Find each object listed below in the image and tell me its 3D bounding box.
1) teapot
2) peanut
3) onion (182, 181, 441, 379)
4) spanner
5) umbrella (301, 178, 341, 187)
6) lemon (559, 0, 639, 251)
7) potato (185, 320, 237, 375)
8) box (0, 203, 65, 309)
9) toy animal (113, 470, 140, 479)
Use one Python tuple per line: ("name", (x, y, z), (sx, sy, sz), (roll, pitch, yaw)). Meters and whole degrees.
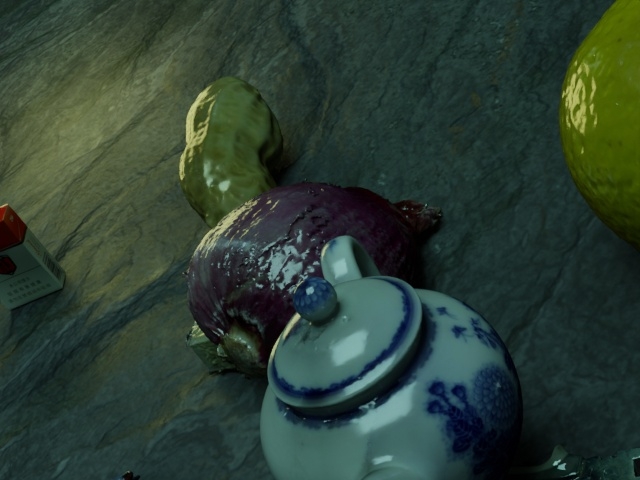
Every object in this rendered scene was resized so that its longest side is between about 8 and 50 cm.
("teapot", (0.051, 0.139, 1.196), (0.252, 0.280, 0.424), (-25, 31, 14))
("peanut", (-0.125, -0.113, 1.802), (0.147, 0.147, 0.306), (-20, 38, 19))
("onion", (0.000, 0.000, 1.501), (0.267, 0.159, 0.348), (17, 48, 38))
("spanner", (0.206, 0.247, 1.217), (0.324, 0.040, 0.096), (-20, 39, 21))
("umbrella", (0.001, -0.073, 1.753), (0.083, 0.031, 0.020), (22, 95, 51))
("lemon", (0.399, -0.117, 1.266), (0.336, 0.336, 0.336), (-21, 38, 17))
("potato", (-0.113, 0.103, 1.610), (0.086, 0.061, 0.122), (-13, 40, 29))
("box", (-0.461, 0.026, 1.887), (0.100, 0.152, 0.048), (-23, 39, 15))
("toy animal", (-0.275, 0.336, 1.395), (0.239, 0.176, 0.255), (35, 59, 15))
